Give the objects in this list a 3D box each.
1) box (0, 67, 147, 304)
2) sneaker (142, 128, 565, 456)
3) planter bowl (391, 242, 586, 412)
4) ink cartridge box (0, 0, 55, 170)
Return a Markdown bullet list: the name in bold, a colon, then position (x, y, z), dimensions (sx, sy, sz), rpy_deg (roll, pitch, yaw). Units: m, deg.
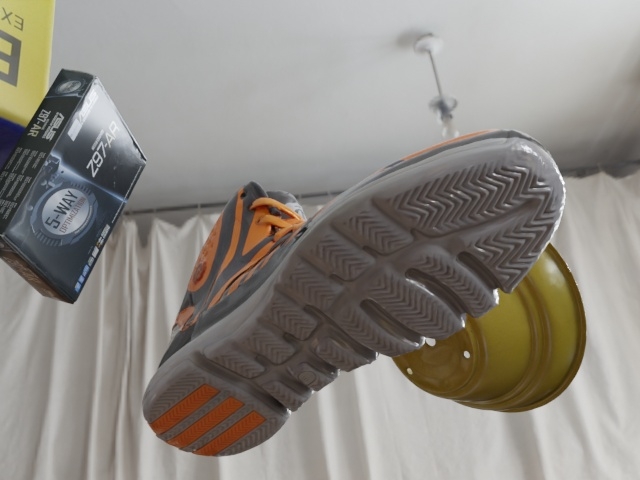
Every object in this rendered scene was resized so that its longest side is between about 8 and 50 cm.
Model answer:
- **box**: position (-0.113, -0.023, 0.330), dimensions (0.018, 0.083, 0.067), rpy_deg (13, -26, 15)
- **sneaker**: position (0.000, 0.000, 0.510), dimensions (0.321, 0.180, 0.124), rpy_deg (-33, -58, 22)
- **planter bowl**: position (0.123, 0.078, 0.683), dimensions (0.090, 0.217, 0.217), rpy_deg (-24, -11, -44)
- **ink cartridge box**: position (-0.244, -0.144, 0.279), dimensions (0.072, 0.307, 0.303), rpy_deg (-18, -24, 31)
